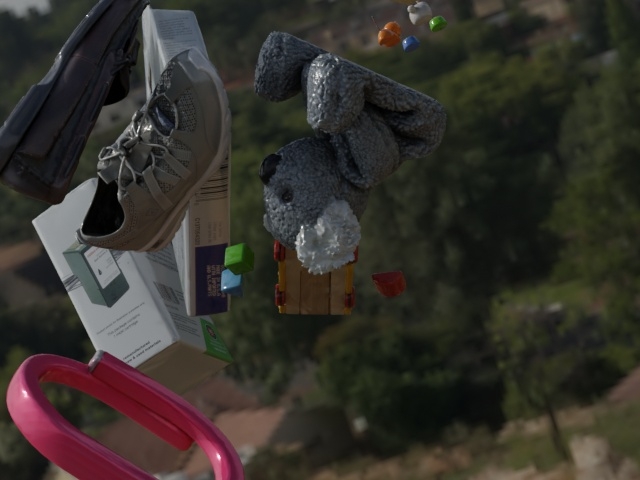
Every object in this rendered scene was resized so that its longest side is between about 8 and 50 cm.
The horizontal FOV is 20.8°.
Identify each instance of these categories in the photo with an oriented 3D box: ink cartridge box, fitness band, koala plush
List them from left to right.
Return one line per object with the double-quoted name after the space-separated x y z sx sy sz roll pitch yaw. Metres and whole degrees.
-0.218 0.220 1.974 0.054 0.291 0.209 -56 6 20 "fitness band"
-0.274 0.074 2.553 0.121 0.289 0.211 -34 -22 11 "ink cartridge box"
-0.175 -0.126 2.295 0.071 0.324 0.330 -7 46 -9 "ink cartridge box"
0.014 -0.080 1.877 0.203 0.221 0.196 20 7 -29 "koala plush"

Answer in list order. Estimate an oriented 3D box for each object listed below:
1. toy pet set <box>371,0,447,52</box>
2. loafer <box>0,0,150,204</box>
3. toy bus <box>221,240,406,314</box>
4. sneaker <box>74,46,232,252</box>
0.076 -0.221 1.426 0.122 0.065 0.114 -35 -21 28 "toy pet set"
-0.251 -0.154 1.847 0.109 0.095 0.302 -47 11 52 "loafer"
-0.006 0.007 2.098 0.202 0.191 0.104 -27 47 35 "toy bus"
-0.185 -0.086 1.909 0.115 0.105 0.281 -12 -42 -41 "sneaker"
